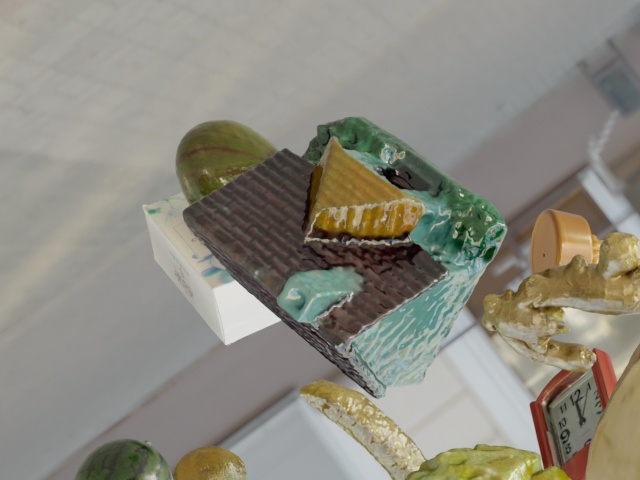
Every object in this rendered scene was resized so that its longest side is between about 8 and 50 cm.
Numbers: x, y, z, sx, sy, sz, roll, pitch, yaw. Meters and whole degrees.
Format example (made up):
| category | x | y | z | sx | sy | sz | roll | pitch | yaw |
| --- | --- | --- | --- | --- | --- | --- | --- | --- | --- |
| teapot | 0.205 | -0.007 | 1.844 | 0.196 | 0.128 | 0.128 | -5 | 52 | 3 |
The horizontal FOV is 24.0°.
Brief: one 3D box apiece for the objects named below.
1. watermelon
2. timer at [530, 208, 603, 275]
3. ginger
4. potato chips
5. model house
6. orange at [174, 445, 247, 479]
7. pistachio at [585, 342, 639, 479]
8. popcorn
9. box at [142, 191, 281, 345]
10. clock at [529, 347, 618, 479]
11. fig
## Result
| category | x | y | z | sx | sy | sz | roll | pitch | yaw |
| --- | --- | --- | --- | --- | --- | --- | --- | --- | --- |
| watermelon | -0.267 | 0.331 | 2.067 | 0.140 | 0.140 | 0.187 | -41 | -160 | 33 |
| timer | 0.404 | 0.022 | 2.245 | 0.152 | 0.132 | 0.132 | 2 | 164 | -10 |
| ginger | 0.246 | 0.068 | 1.513 | 0.053 | 0.176 | 0.193 | -71 | 158 | -48 |
| potato chips | 0.128 | 0.354 | 2.285 | 0.080 | 0.407 | 0.057 | -32 | -168 | 39 |
| model house | 0.000 | 0.000 | 1.580 | 0.248 | 0.280 | 0.230 | 6 | 115 | -56 |
| orange | -0.143 | 0.310 | 1.959 | 0.095 | 0.085 | 0.085 | -7 | 173 | 1 |
| pistachio | 0.329 | 0.176 | 1.385 | 0.157 | 0.157 | 0.230 | -19 | 124 | -68 |
| popcorn | 0.143 | 0.260 | 1.237 | 0.198 | 0.198 | 0.212 | -34 | -155 | -20 |
| box | -0.131 | 0.017 | 2.387 | 0.203 | 0.274 | 0.116 | -23 | 129 | -19 |
| clock | 0.293 | 0.207 | 1.644 | 0.113 | 0.061 | 0.155 | -47 | -148 | 31 |
| fig | -0.071 | -0.101 | 2.018 | 0.259 | 0.151 | 0.151 | -9 | -172 | 31 |
